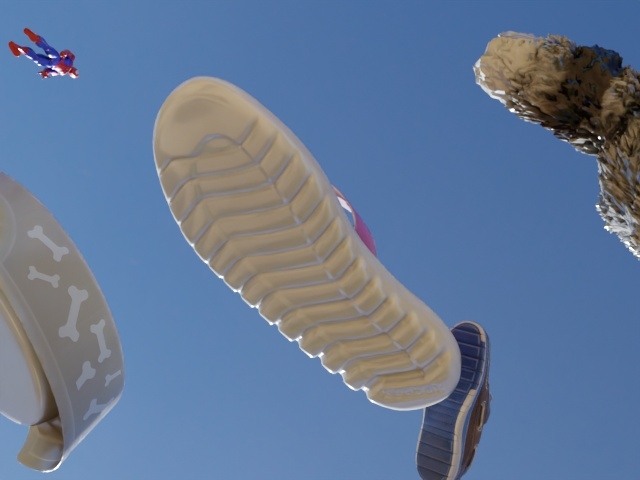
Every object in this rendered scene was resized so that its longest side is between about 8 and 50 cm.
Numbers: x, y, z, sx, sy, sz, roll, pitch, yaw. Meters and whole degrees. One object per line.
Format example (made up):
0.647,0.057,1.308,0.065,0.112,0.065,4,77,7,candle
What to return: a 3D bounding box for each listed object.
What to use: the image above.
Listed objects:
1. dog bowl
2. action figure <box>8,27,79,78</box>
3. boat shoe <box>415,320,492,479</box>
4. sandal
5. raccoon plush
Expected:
-0.344,0.076,1.187,0.349,0.102,0.348,30,-43,33,dog bowl
-0.291,-0.195,1.181,0.038,0.115,0.030,-44,-103,7,action figure
0.152,0.177,1.205,0.066,0.066,0.183,19,-84,37,boat shoe
-0.012,0.005,1.091,0.169,0.416,0.102,-25,-157,31,sandal
0.312,-0.007,1.020,0.446,0.299,0.216,20,-57,12,raccoon plush
